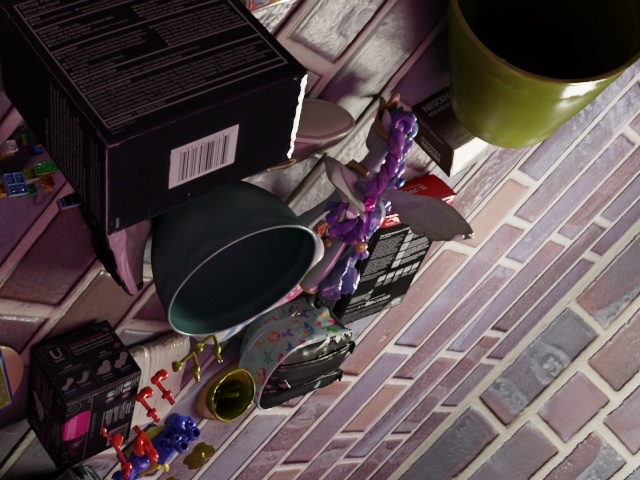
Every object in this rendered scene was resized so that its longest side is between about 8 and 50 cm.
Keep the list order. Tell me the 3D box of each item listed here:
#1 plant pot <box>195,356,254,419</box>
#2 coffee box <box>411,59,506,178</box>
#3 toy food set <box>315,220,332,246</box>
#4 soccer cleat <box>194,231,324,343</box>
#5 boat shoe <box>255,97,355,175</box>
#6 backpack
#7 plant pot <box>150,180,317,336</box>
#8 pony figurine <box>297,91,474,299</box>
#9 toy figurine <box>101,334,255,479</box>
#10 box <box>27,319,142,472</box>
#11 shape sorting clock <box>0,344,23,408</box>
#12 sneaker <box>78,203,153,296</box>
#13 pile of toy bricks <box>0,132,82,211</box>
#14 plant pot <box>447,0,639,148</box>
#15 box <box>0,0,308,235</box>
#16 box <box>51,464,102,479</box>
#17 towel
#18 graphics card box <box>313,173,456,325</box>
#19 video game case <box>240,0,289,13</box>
[{"bbox_3d":[-0.193,0.357,2.524,0.236,0.032,0.236,-31,150,-20],"label":"plant pot"},{"bbox_3d":[0.324,-0.258,2.172,0.246,0.141,0.098,-30,151,-17],"label":"coffee box"},{"bbox_3d":[0.000,0.000,2.264,0.077,0.019,0.122,-21,146,-34],"label":"toy food set"},{"bbox_3d":[-0.134,0.090,2.121,0.331,0.116,0.143,-40,153,-2],"label":"soccer cleat"},{"bbox_3d":[-0.079,-0.174,1.828,0.304,0.109,0.091,-15,144,-30],"label":"boat shoe"},{"bbox_3d":[-0.075,0.259,2.358,0.253,0.191,0.225,-23,145,-44],"label":"backpack"},{"bbox_3d":[-0.180,0.002,1.842,0.293,0.196,0.293,-28,153,-15],"label":"plant pot"},{"bbox_3d":[0.082,-0.065,1.962,0.302,0.351,0.363,20,120,-26],"label":"pony figurine"},{"bbox_3d":[-0.319,0.365,2.060,0.217,0.191,0.362,-30,-169,45],"label":"toy figurine"},{"bbox_3d":[-0.452,0.295,1.992,0.163,0.142,0.247,-23,150,-33],"label":"box"},{"bbox_3d":[-0.619,0.263,1.843,0.206,0.040,0.206,-30,146,-22],"label":"shape sorting clock"},{"bbox_3d":[-0.326,-0.002,1.774,0.108,0.100,0.272,-34,152,-23],"label":"sneaker"},{"bbox_3d":[-0.424,-0.092,1.534,0.105,0.118,0.212,-20,177,35],"label":"pile of toy bricks"},{"bbox_3d":[0.384,-0.354,1.941,0.366,0.366,0.353,-32,163,-17],"label":"plant pot"},{"bbox_3d":[-0.225,-0.208,1.389,0.296,0.294,0.183,-24,150,-28],"label":"box"},{"bbox_3d":[-0.466,0.726,2.091,0.297,0.472,0.480,-36,176,-12],"label":"box"},{"bbox_3d":[-0.380,0.311,2.206,0.187,0.049,0.282,-21,146,-35],"label":"towel"},{"bbox_3d":[0.144,0.027,2.405,0.232,0.094,0.371,-19,144,-37],"label":"graphics card box"},{"bbox_3d":[-0.058,-0.437,1.557,0.285,0.025,0.204,-26,149,-27],"label":"video game case"}]
